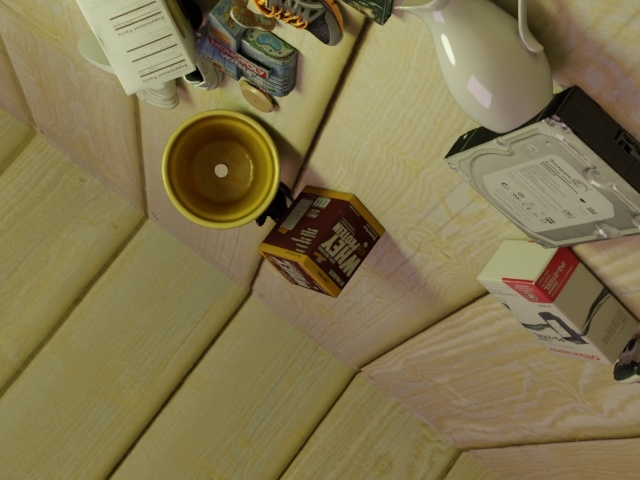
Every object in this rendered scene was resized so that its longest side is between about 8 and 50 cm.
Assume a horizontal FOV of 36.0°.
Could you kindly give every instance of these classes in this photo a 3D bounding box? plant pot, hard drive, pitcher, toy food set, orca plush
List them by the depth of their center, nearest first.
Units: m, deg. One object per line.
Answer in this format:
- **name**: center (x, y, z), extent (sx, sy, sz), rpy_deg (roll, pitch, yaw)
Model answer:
- **pitcher**: center (0.214, -0.246, 1.211), extent (0.207, 0.125, 0.177), rpy_deg (52, 145, -13)
- **hard drive**: center (0.347, -0.091, 1.443), extent (0.237, 0.064, 0.339), rpy_deg (40, 163, -12)
- **toy food set**: center (-0.126, -0.286, 1.974), extent (0.083, 0.020, 0.082), rpy_deg (20, 157, 46)
- **plant pot**: center (-0.219, -0.155, 2.180), extent (0.254, 0.254, 0.239), rpy_deg (39, 179, -6)
- **orca plush**: center (-0.133, -0.076, 2.438), extent (0.151, 0.102, 0.287), rpy_deg (26, 161, 35)

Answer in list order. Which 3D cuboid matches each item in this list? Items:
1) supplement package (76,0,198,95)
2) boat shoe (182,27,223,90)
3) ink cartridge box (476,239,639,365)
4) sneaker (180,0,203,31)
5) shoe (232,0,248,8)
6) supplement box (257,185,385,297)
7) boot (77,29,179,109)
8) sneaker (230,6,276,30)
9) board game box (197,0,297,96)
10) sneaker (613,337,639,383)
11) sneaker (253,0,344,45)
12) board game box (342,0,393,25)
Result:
- **supplement package**: center (-0.319, -0.398, 1.679), extent (0.139, 0.133, 0.244), rpy_deg (-97, -15, -54)
- **boat shoe**: center (-0.248, -0.346, 1.963), extent (0.083, 0.076, 0.226), rpy_deg (35, 164, 7)
- **ink cartridge box**: center (0.427, 0.111, 1.773), extent (0.237, 0.100, 0.172), rpy_deg (43, 164, -20)
- **sneaker**: center (-0.349, -0.465, 1.816), extent (0.270, 0.090, 0.145), rpy_deg (40, 162, -19)
- **shoe**: center (-0.142, -0.418, 1.532), extent (0.076, 0.058, 0.219), rpy_deg (46, -175, 8)
- **supplement box**: center (0.000, 0.000, 2.199), extent (0.129, 0.194, 0.191), rpy_deg (46, 162, -32)
- **boot**: center (-0.435, -0.378, 2.232), extent (0.258, 0.095, 0.123), rpy_deg (30, 156, 20)
- **sneaker**: center (-0.118, -0.370, 1.653), extent (0.083, 0.032, 0.037), rpy_deg (14, -175, -30)
- **board game box**: center (-0.136, -0.348, 1.750), extent (0.194, 0.060, 0.194), rpy_deg (35, 165, 8)
- **sneaker**: center (0.618, 0.213, 1.715), extent (0.110, 0.107, 0.275), rpy_deg (18, 170, -6)
- **sneaker**: center (-0.054, -0.364, 1.485), extent (0.215, 0.083, 0.084), rpy_deg (41, 163, -18)
- **board game box**: center (0.047, -0.378, 1.332), extent (0.126, 0.026, 0.186), rpy_deg (35, 164, 10)
